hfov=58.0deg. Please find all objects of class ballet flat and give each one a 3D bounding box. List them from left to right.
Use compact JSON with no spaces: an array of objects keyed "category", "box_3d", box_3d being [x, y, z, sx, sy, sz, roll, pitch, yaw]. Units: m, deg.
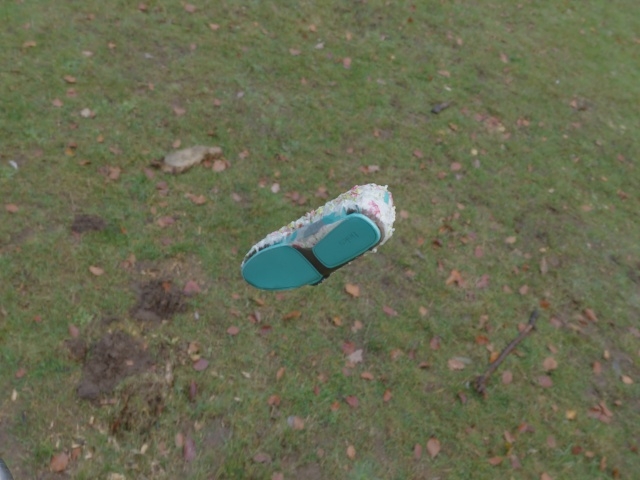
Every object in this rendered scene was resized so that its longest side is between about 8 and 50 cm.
[{"category":"ballet flat","box_3d":[0.000,0.000,0.701,0.091,0.241,0.077,50,44,-20]}]

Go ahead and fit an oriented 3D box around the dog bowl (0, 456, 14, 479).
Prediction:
[{"category":"dog bowl","box_3d":[-0.418,0.310,0.395,0.407,0.150,0.408,-14,50,18]}]
